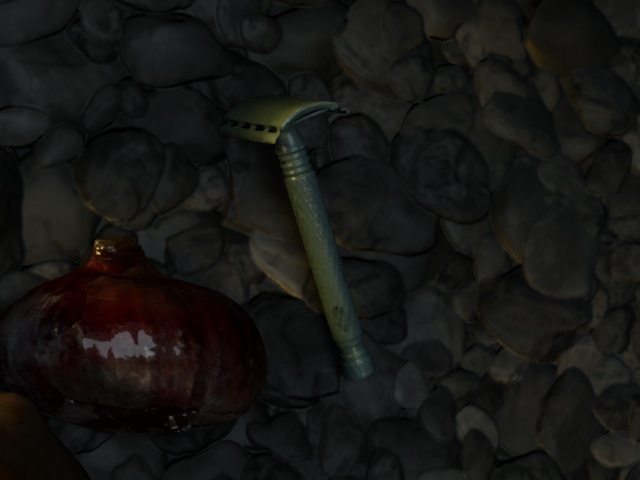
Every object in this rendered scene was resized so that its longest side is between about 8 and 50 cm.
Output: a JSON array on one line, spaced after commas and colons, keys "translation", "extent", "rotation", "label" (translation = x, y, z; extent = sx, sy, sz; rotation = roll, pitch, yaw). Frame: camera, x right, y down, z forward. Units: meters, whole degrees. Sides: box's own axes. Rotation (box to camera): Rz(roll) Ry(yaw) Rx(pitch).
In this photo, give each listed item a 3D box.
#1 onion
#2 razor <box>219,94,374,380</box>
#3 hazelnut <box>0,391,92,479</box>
[{"translation": [-0.129, 0.072, 1.015], "extent": [0.206, 0.098, 0.151], "rotation": [-2, 90, -23], "label": "onion"}, {"translation": [0.000, 0.000, 1.092], "extent": [0.068, 0.106, 0.232], "rotation": [-24, 109, -21], "label": "razor"}, {"translation": [-0.265, 0.266, 0.816], "extent": [0.366, 0.366, 0.366], "rotation": [1, 88, -23], "label": "hazelnut"}]
